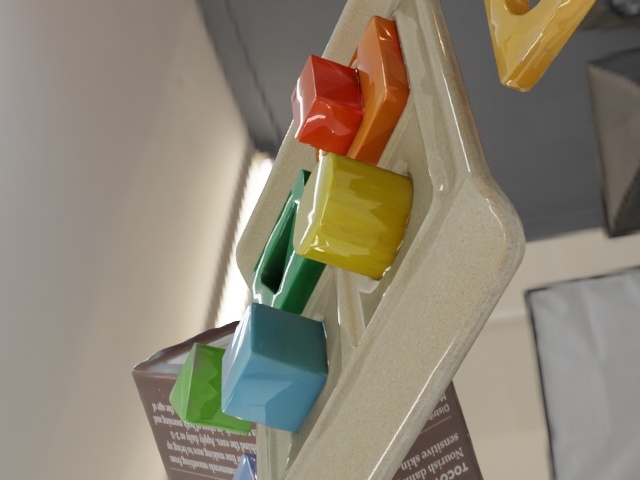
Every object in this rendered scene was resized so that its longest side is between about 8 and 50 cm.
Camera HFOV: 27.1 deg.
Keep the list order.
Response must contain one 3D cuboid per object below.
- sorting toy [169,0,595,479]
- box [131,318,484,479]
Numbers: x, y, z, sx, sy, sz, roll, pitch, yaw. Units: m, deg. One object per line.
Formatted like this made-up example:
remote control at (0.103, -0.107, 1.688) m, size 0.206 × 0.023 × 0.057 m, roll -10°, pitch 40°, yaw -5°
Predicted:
sorting toy at (0.000, 0.000, 0.499) m, size 0.196 × 0.047 × 0.348 m, roll -102°, pitch 32°, yaw -53°
box at (0.026, 0.239, 0.884) m, size 0.143 × 0.191 × 0.382 m, roll -21°, pitch -82°, yaw -32°
